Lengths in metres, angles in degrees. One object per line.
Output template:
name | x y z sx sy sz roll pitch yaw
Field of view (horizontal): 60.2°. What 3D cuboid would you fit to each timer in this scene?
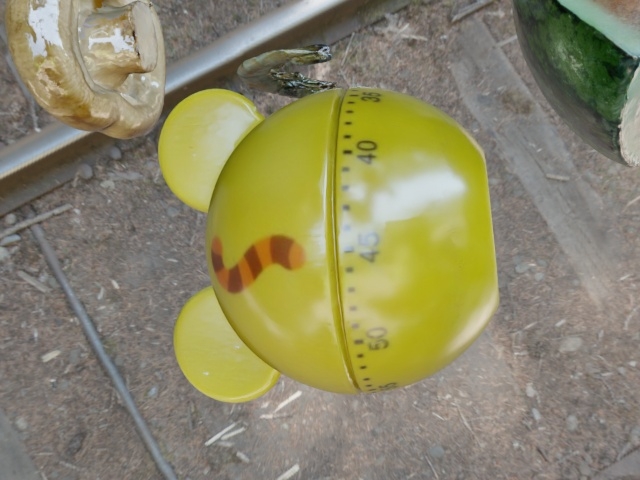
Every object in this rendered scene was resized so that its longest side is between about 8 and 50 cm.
timer | 0.000 0.000 0.639 0.387 0.376 0.375 -4 83 14

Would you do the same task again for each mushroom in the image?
mushroom | -0.299 -0.259 0.744 0.146 0.278 0.277 -4 83 14

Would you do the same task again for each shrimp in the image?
shrimp | -0.014 -0.239 0.787 0.195 0.148 0.035 -1 82 -36

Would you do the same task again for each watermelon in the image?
watermelon | 0.352 -0.244 0.635 0.293 0.250 0.282 -16 67 -6
